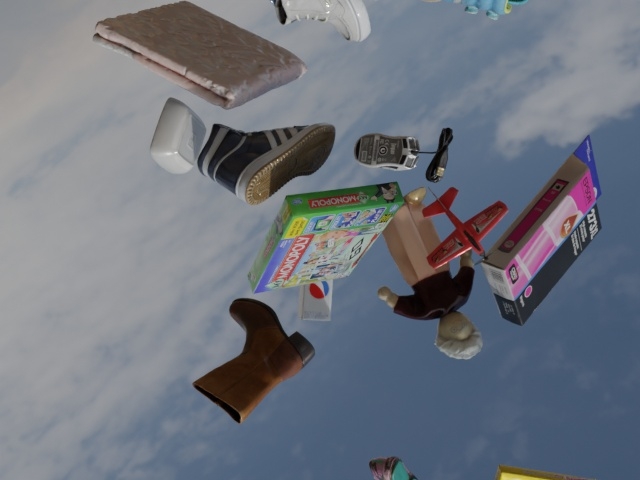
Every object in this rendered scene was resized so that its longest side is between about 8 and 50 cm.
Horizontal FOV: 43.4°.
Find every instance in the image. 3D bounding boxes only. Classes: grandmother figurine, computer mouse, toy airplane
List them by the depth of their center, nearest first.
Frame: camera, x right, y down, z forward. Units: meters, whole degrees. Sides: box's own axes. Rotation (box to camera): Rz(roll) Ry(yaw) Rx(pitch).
[{"bbox_3d":[0.214,-0.024,1.264,0.151,0.028,0.151,-4,-104,18],"label":"toy airplane"},{"bbox_3d":[0.158,-0.170,1.549,0.193,0.042,0.106,8,-91,26],"label":"computer mouse"},{"bbox_3d":[0.214,0.078,1.590,0.208,0.342,0.104,-27,168,6],"label":"grandmother figurine"}]

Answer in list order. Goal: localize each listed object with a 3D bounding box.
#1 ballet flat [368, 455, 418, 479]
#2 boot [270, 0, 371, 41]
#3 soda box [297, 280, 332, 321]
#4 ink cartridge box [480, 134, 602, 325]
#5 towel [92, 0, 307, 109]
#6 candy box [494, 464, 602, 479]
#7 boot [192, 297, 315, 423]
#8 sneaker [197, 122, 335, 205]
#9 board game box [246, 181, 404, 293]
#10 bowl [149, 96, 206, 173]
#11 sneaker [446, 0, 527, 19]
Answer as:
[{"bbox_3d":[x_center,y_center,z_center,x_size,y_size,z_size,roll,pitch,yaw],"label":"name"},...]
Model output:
[{"bbox_3d":[0.162,0.522,1.723,0.079,0.221,0.077,8,-126,37],"label":"ballet flat"},{"bbox_3d":[-0.018,-0.374,1.247,0.123,0.258,0.095,-45,-130,-5],"label":"boot"},{"bbox_3d":[-0.010,0.079,1.891,0.074,0.069,0.216,170,-76,-78],"label":"soda box"},{"bbox_3d":[0.461,-0.022,1.581,0.069,0.175,0.371,23,-118,42],"label":"ink cartridge box"},{"bbox_3d":[-0.224,-0.367,1.576,0.332,0.317,0.053,-44,159,-57],"label":"towel"},{"bbox_3d":[0.393,0.447,1.379,0.206,0.105,0.027,9,-162,-3],"label":"candy box"},{"bbox_3d":[-0.195,0.279,1.916,0.280,0.264,0.096,-35,156,-38],"label":"boot"},{"bbox_3d":[-0.100,-0.169,1.464,0.153,0.099,0.282,27,-141,24],"label":"sneaker"},{"bbox_3d":[0.000,0.000,1.503,0.214,0.046,0.317,-10,156,-23],"label":"board game box"},{"bbox_3d":[-0.292,-0.215,1.698,0.053,0.142,0.142,14,-101,17],"label":"bowl"},{"bbox_3d":[0.169,-0.365,1.080,0.319,0.208,0.127,-108,-150,-70],"label":"sneaker"}]
